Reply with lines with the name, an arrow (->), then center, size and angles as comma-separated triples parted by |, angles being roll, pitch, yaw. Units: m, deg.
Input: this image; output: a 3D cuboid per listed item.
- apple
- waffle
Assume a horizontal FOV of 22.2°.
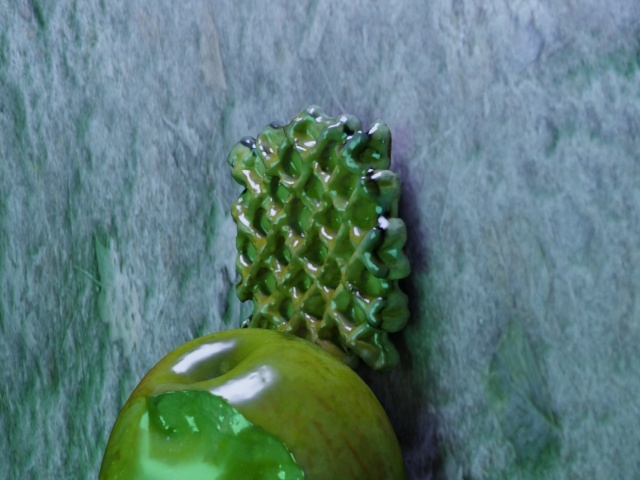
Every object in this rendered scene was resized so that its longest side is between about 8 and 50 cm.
apple -> -0.056, 0.189, 1.258 | 0.246, 0.246, 0.226 | 23, 129, 49
waffle -> 0.003, 0.000, 1.337 | 0.204, 0.054, 0.223 | -2, 92, 52
